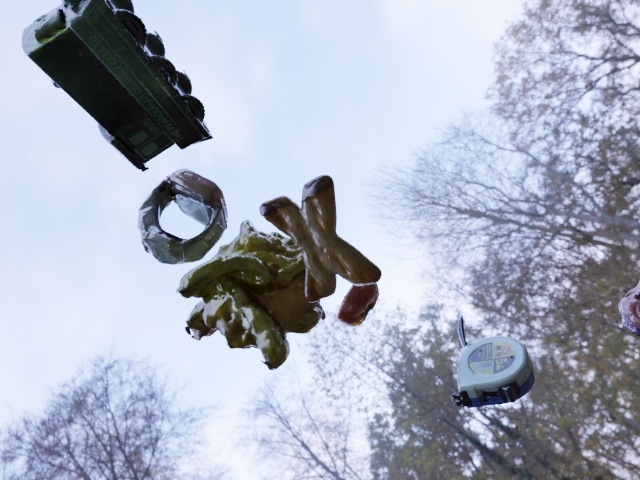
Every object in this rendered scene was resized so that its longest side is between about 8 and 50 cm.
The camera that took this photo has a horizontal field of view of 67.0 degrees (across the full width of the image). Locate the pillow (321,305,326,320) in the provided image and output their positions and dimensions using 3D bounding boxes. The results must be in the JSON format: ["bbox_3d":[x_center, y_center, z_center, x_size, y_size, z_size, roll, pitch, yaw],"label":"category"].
[{"bbox_3d":[-0.040,0.175,1.398,0.034,0.211,0.135,-29,-94,-15],"label":"pillow"}]

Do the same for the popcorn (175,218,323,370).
[{"bbox_3d":[-0.146,0.101,1.038,0.325,0.321,0.290,28,-105,-35],"label":"popcorn"}]

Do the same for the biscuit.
[{"bbox_3d":[-0.001,0.000,0.847,0.208,0.164,0.047,62,-145,-11],"label":"biscuit"}]

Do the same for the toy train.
[{"bbox_3d":[-0.317,-0.256,0.779,0.178,0.139,0.330,-32,-35,2],"label":"toy train"}]

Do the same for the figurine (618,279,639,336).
[{"bbox_3d":[0.629,0.117,0.912,0.126,0.113,0.157,-73,-24,-64],"label":"figurine"}]

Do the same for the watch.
[{"bbox_3d":[-0.382,-0.051,1.313,0.241,0.253,0.162,-46,-30,-31],"label":"watch"}]

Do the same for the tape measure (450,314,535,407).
[{"bbox_3d":[0.504,0.334,1.424,0.098,0.215,0.351,62,-151,-22],"label":"tape measure"}]

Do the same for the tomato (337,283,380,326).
[{"bbox_3d":[0.153,0.240,1.856,0.237,0.095,0.237,-51,-18,-25],"label":"tomato"}]
